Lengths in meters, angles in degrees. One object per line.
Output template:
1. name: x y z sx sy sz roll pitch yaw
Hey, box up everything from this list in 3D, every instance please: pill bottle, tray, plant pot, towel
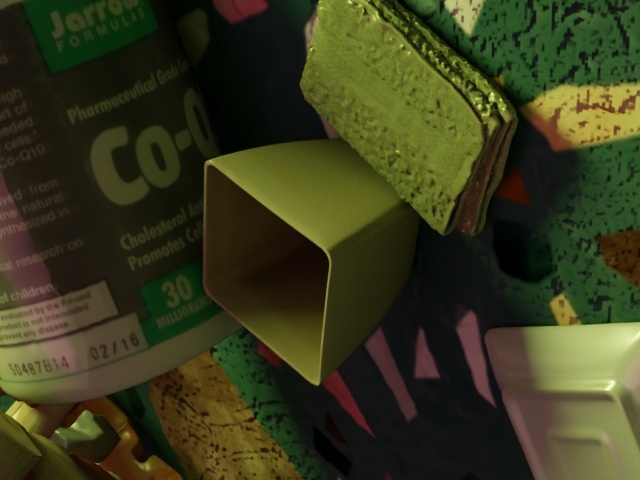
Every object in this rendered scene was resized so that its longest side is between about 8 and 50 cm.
1. pill bottle: -0.185 -0.092 0.915 0.204 0.204 0.361 0 116 54
2. tray: 0.180 0.174 0.786 0.145 0.030 0.270 -7 109 56
3. plant pot: 0.000 0.000 0.834 0.109 0.096 0.109 37 140 31
4. towel: 0.047 -0.078 0.775 0.148 0.027 0.110 44 145 22

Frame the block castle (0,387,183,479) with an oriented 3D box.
1. block castle: -0.275 0.200 1.076 0.303 0.213 0.453 40 176 27
